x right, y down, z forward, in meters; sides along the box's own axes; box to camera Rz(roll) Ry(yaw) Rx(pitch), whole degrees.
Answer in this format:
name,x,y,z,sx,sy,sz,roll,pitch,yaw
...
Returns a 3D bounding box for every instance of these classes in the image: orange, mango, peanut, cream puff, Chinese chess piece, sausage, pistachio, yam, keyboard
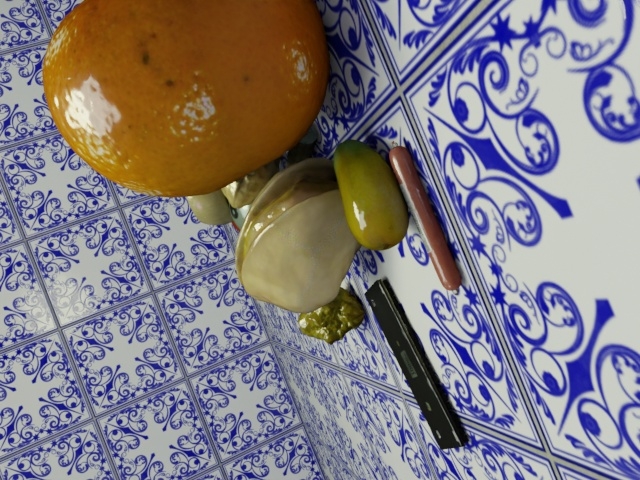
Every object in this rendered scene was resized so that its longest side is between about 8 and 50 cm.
name,x,y,z,sx,sy,sz,roll,pitch,yaw
orange,-0.186,-0.239,0.835,0.424,0.423,0.327,37,152,63
mango,0.069,-0.070,0.801,0.130,0.091,0.195,66,-178,-59
peanut,-0.131,-0.195,1.094,0.147,0.146,0.306,101,-178,-64
cream puff,0.030,0.174,1.229,0.116,0.146,0.146,41,154,25
Chinese chess piece,-0.276,-0.162,1.387,0.251,0.097,0.251,-12,-90,-85
sausage,0.139,-0.031,0.735,0.223,0.029,0.029,68,165,2
pistachio,-0.037,-0.003,1.005,0.229,0.237,0.321,53,139,28
yam,-0.038,-0.184,1.102,0.054,0.054,0.132,64,164,15
keyboard,0.168,0.221,0.993,0.317,0.027,0.106,64,161,16

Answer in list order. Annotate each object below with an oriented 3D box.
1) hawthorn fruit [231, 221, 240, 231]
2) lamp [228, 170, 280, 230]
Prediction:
name,x,y,z,sx,sy,sz,roll,pitch,yaw
hawthorn fruit,-0.178,-0.091,1.559,0.179,0.173,0.174,8,123,43
lamp,-0.137,-0.118,1.316,0.198,0.197,0.244,141,116,-74
